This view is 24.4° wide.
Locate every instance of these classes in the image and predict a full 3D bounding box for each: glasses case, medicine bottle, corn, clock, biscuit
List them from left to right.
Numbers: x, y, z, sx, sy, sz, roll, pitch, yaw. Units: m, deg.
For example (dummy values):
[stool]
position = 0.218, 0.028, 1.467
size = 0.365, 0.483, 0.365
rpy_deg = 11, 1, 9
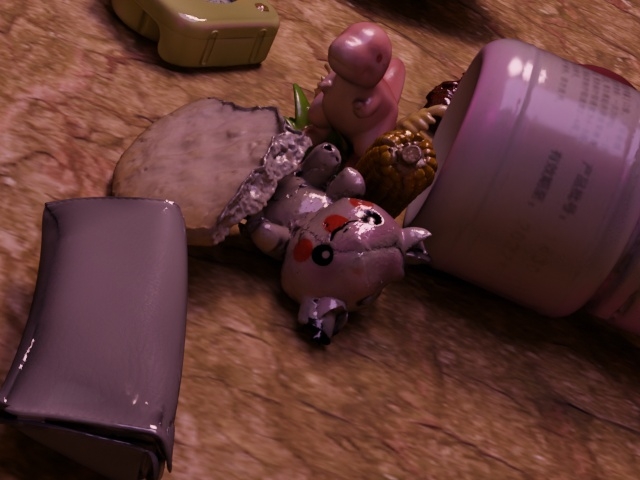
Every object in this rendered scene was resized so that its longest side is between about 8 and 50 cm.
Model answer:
[glasses case]
position = -0.166, 0.073, 1.111
size = 0.128, 0.083, 0.308
rpy_deg = 13, 30, -9
[clock]
position = -0.170, -0.284, 1.714
size = 0.170, 0.069, 0.232
rpy_deg = -11, 44, -47
[biscuit]
position = -0.100, -0.071, 1.350
size = 0.188, 0.040, 0.265
rpy_deg = -19, 30, -2
[corn]
position = 0.065, -0.059, 1.427
size = 0.068, 0.068, 0.207
rpy_deg = 22, -13, -5
[medicine bottle]
position = 0.257, -0.039, 1.457
size = 0.302, 0.241, 0.241
rpy_deg = 23, 29, -3

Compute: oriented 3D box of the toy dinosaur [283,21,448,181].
[toy dinosaur]
position = 0.034, -0.162, 1.556
size = 0.152, 0.177, 0.194
rpy_deg = 42, 31, 26

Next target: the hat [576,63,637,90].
[hat]
position = 0.290, -0.093, 1.670
size = 0.205, 0.205, 0.089
rpy_deg = 15, -9, -18

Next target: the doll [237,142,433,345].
[doll]
position = 0.000, 0.000, 1.345
size = 0.149, 0.095, 0.192
rpy_deg = -29, 51, -21

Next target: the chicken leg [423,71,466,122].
[chicken leg]
position = 0.275, -0.135, 1.816
size = 0.322, 0.083, 0.177
rpy_deg = 4, 44, -30
